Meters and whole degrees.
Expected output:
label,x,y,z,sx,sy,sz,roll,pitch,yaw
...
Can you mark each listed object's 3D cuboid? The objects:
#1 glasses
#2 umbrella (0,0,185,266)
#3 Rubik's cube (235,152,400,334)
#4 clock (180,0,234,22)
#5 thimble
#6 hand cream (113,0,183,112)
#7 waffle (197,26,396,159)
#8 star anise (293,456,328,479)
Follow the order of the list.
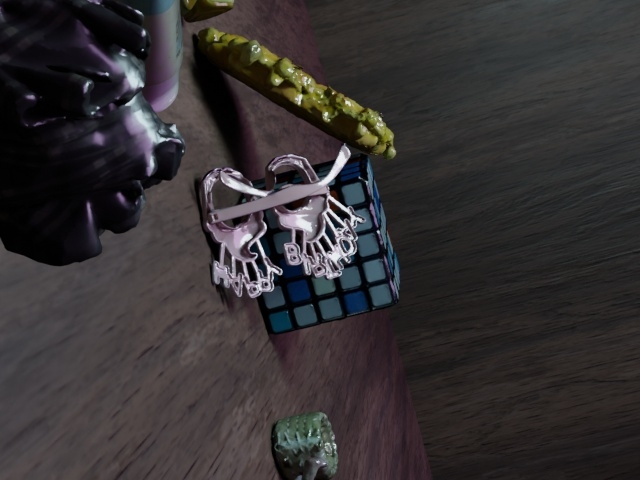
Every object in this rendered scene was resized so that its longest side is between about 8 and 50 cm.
label,x,y,z,sx,sy,sz,roll,pitch,yaw
glasses,-0.032,-0.023,1.269,0.255,0.095,0.162,-16,93,-40
umbrella,-0.181,-0.138,0.532,0.128,0.154,0.337,-109,180,-57
Rubik's cube,0.000,0.000,1.472,0.184,0.182,0.187,-72,147,-76
clock,-0.162,-0.425,1.342,0.348,0.117,0.286,-94,166,-54
thimble,-0.018,0.254,1.313,0.110,0.062,0.085,44,33,-75
hand cream,-0.136,-0.218,0.864,0.312,0.070,0.111,115,-23,-62
waffle,-0.029,-0.201,1.471,0.300,0.058,0.281,27,3,-39
star anise,-0.022,0.334,1.065,0.230,0.081,0.263,-86,171,-66
